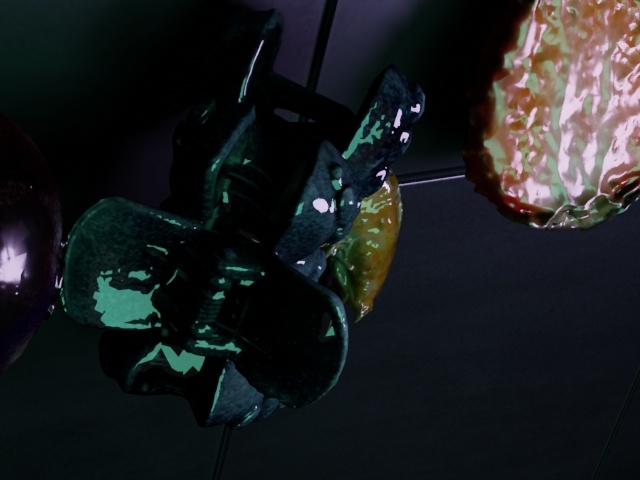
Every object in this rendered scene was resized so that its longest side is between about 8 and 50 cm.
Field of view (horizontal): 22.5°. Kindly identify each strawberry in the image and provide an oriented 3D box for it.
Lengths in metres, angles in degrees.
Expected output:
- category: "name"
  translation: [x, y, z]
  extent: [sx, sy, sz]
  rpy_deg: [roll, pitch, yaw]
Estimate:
- category: "strawberry"
  translation: [0.185, -0.129, 1.258]
  extent: [0.190, 0.111, 0.237]
  rpy_deg: [-4, 106, -21]

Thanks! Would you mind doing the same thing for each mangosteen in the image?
- category: "mangosteen"
  translation: [-0.270, -0.002, 0.975]
  extent: [0.230, 0.194, 0.194]
  rpy_deg: [11, 123, -12]

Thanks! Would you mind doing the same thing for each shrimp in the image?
- category: "shrimp"
  translation: [0.000, -0.003, 1.273]
  extent: [0.132, 0.052, 0.187]
  rpy_deg: [-10, 129, -4]

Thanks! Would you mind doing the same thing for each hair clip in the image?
- category: "hair clip"
  translation: [-0.059, 0.003, 1.104]
  extent: [0.194, 0.206, 0.310]
  rpy_deg: [22, 117, 0]
